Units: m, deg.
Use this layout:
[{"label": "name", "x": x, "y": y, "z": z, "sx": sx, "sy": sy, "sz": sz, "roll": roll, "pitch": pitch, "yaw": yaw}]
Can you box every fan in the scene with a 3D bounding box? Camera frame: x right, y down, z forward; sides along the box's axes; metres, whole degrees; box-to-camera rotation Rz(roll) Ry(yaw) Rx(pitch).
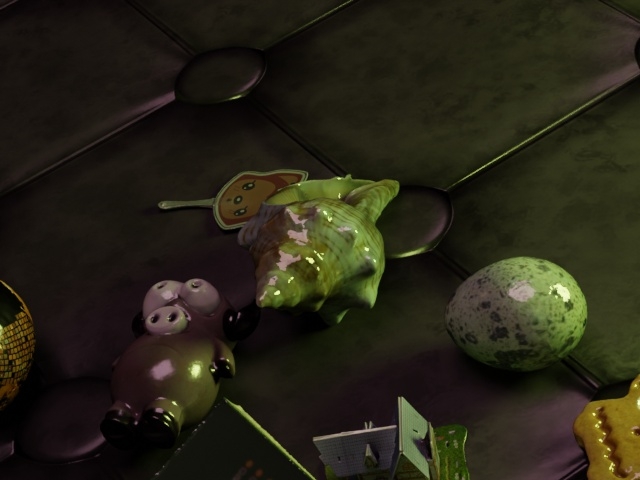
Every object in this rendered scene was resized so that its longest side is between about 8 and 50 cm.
[{"label": "fan", "x": -0.122, "y": -0.055, "z": 2.298, "sx": 0.220, "sy": 0.009, "sz": 0.132, "roll": -4, "pitch": 39, "yaw": 14}]

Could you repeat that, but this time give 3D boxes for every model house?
[{"label": "model house", "x": 0.075, "y": 0.229, "z": 1.832, "sx": 0.167, "sy": 0.088, "sz": 0.117, "roll": -8, "pitch": 41, "yaw": 12}]

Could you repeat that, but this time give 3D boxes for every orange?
[{"label": "orange", "x": -0.474, "y": 0.135, "z": 2.084, "sx": 0.234, "sy": 0.182, "sz": 0.234, "roll": -13, "pitch": 26, "yaw": 7}]

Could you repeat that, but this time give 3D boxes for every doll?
[{"label": "doll", "x": -0.179, "y": 0.144, "z": 2.004, "sx": 0.182, "sy": 0.117, "sz": 0.257, "roll": -3, "pitch": 44, "yaw": 25}]

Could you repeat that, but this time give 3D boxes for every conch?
[{"label": "conch", "x": -0.005, "y": 0.013, "z": 2.078, "sx": 0.203, "sy": 0.170, "sz": 0.386, "roll": 24, "pitch": 15, "yaw": 12}]

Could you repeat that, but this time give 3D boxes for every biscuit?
[{"label": "biscuit", "x": 0.401, "y": 0.203, "z": 1.786, "sx": 0.248, "sy": 0.035, "sz": 0.184, "roll": -13, "pitch": 40, "yaw": 5}]

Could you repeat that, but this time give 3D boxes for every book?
[{"label": "book", "x": -0.084, "y": 0.351, "z": 1.738, "sx": 0.260, "sy": 0.043, "sz": 0.371, "roll": -47, "pitch": 44, "yaw": -5}]

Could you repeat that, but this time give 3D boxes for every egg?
[{"label": "egg", "x": 0.224, "y": 0.086, "z": 1.911, "sx": 0.172, "sy": 0.132, "sz": 0.132, "roll": -6, "pitch": 39, "yaw": 31}]
